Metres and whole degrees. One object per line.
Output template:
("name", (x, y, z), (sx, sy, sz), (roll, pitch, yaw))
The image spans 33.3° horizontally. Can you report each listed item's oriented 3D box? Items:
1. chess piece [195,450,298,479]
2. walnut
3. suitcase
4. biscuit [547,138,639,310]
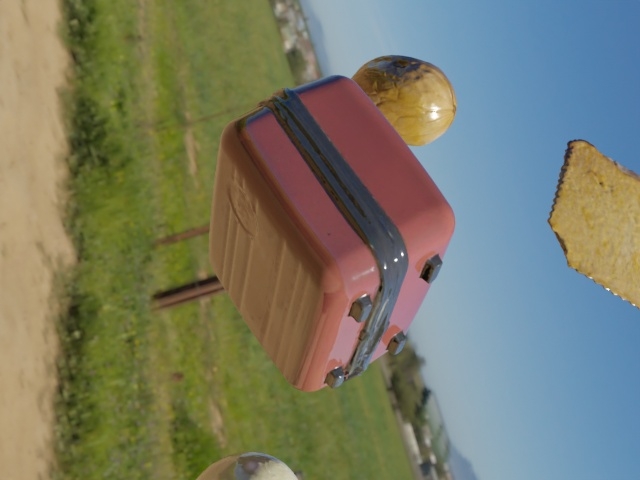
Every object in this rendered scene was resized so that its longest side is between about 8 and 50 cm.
("chess piece", (-0.020, 0.326, 0.970), (0.299, 0.167, 0.167), (49, -11, 34))
("walnut", (0.146, -0.256, 1.948), (0.167, 0.207, 0.167), (16, 90, -71))
("suitcase", (0.000, 0.000, 1.084), (0.236, 0.161, 0.297), (55, -22, 20))
("biscuit", (0.394, -0.008, 1.350), (0.013, 0.232, 0.237), (-55, -174, 46))
